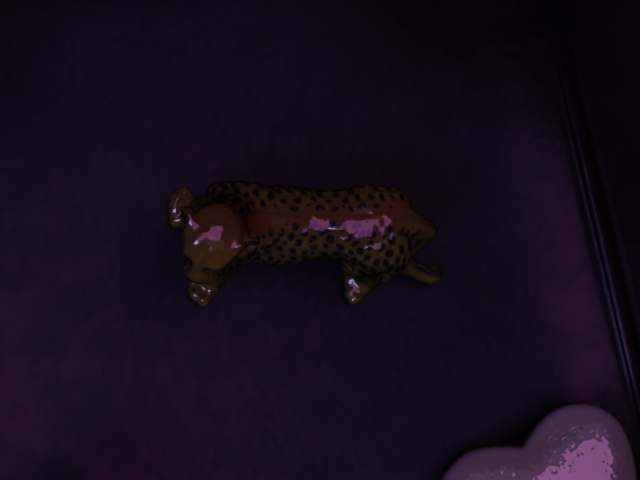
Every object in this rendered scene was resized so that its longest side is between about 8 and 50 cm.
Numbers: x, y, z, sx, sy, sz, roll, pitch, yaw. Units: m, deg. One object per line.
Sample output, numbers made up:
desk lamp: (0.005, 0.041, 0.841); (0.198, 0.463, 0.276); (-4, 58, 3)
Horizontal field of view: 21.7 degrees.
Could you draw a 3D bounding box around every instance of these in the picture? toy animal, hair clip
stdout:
toy animal: (0.000, 0.000, 0.942); (0.181, 0.136, 0.073); (5, 80, -14)
hair clip: (0.172, 0.182, 0.998); (0.218, 0.071, 0.159); (12, 81, -8)
